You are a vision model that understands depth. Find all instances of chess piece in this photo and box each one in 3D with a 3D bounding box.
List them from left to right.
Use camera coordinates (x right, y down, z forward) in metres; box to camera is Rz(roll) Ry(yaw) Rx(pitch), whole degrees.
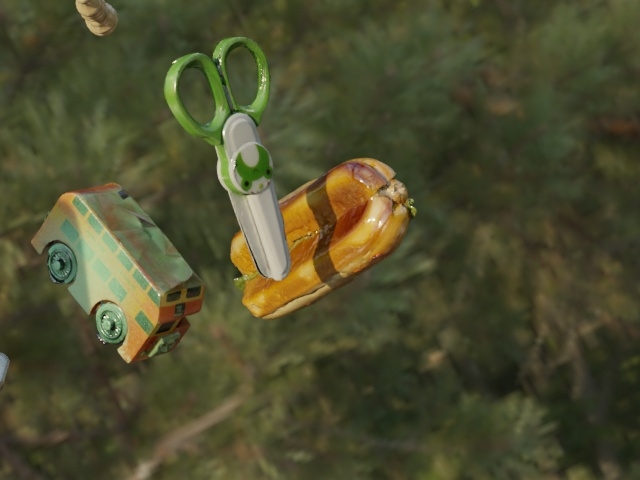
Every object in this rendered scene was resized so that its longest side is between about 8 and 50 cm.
[{"bbox_3d":[-0.240,-0.245,1.833,0.035,0.035,0.092,-27,-13,1],"label":"chess piece"}]

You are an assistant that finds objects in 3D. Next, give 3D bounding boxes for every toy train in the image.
[{"bbox_3d":[-0.194,0.025,1.653,0.072,0.188,0.099,-17,-30,-50],"label":"toy train"}]

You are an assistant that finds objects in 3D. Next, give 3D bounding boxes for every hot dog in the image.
[{"bbox_3d":[0.000,0.000,1.573,0.076,0.104,0.250,-6,-19,-34],"label":"hot dog"}]

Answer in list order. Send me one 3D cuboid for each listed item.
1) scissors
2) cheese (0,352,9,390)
[{"bbox_3d":[-0.064,-0.062,1.437,0.101,0.204,0.027,-26,17,-36],"label":"scissors"},{"bbox_3d":[-0.402,0.098,1.590,0.049,0.235,0.127,107,177,-47],"label":"cheese"}]
